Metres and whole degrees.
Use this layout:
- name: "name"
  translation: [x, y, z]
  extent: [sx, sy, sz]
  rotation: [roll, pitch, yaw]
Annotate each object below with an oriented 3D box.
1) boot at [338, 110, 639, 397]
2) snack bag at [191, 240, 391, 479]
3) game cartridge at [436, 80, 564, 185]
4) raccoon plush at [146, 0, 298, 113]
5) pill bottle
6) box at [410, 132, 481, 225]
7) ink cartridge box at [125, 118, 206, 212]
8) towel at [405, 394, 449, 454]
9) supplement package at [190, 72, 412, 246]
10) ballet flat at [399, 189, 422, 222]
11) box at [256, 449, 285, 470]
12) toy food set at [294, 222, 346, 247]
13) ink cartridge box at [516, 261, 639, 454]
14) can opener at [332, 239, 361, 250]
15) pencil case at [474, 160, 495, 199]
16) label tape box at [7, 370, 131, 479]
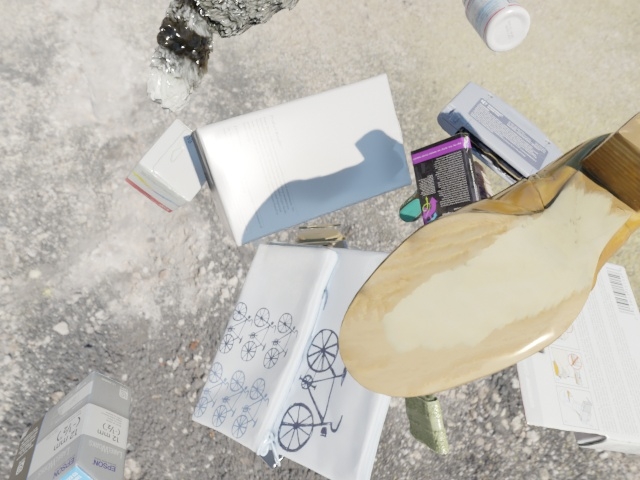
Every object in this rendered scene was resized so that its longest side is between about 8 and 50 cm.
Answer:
- name: "boot"
  translation: [0.152, 0.021, 0.388]
  extent: [0.295, 0.211, 0.104]
  rotation: [-36, 74, -1]
- name: "snack bag"
  translation: [-0.025, 0.151, 0.683]
  extent: [0.342, 0.037, 0.323]
  rotation: [5, 66, 42]
- name: "game cartridge"
  translation: [0.421, -0.237, 1.081]
  extent: [0.294, 0.060, 0.196]
  rotation: [41, 55, 4]
- name: "raccoon plush"
  translation: [-0.080, -0.398, 0.818]
  extent: [0.299, 0.446, 0.216]
  rotation: [18, 11, -5]
- name: "pill bottle"
  translation: [0.338, -0.449, 0.925]
  extent: [0.087, 0.087, 0.160]
  rotation: [-6, 51, -7]
- name: "box"
  translation: [0.226, -0.097, 0.844]
  extent: [0.029, 0.116, 0.162]
  rotation: [-7, 87, -38]
- name: "ink cartridge box"
  translation: [-0.321, -0.155, 1.022]
  extent: [0.127, 0.176, 0.128]
  rotation: [40, 67, -21]
- name: "towel"
  translation: [0.197, 0.341, 0.901]
  extent: [0.027, 0.148, 0.110]
  rotation: [-10, 84, -14]
- name: "supplement package"
  translation: [-0.035, -0.132, 0.756]
  extent: [0.293, 0.177, 0.175]
  rotation: [-20, 15, -14]
- name: "ballet flat"
  translation: [0.248, -0.104, 1.069]
  extent: [0.070, 0.188, 0.070]
  rotation: [11, 66, -26]
- name: "box"
  translation: [-0.119, 0.477, 1.547]
  extent: [0.293, 0.212, 0.395]
  rotation: [44, 76, 7]
- name: "toy food set"
  translation: [0.000, 0.000, 1.189]
  extent: [0.132, 0.038, 0.192]
  rotation: [-4, 16, 1]
- name: "ink cartridge box"
  translation: [0.353, 0.142, 0.663]
  extent: [0.239, 0.060, 0.275]
  rotation: [12, 56, -12]
- name: "can opener"
  translation: [0.080, 0.121, 0.831]
  extent: [0.095, 0.076, 0.283]
  rotation: [1, 53, -27]
- name: "pencil case"
  translation: [0.339, 0.031, 1.078]
  extent: [0.160, 0.183, 0.410]
  rotation: [7, 63, -28]
- name: "label tape box"
  translation: [-0.518, 0.480, 0.946]
  extent: [0.249, 0.115, 0.347]
  rotation: [-40, 32, 10]
